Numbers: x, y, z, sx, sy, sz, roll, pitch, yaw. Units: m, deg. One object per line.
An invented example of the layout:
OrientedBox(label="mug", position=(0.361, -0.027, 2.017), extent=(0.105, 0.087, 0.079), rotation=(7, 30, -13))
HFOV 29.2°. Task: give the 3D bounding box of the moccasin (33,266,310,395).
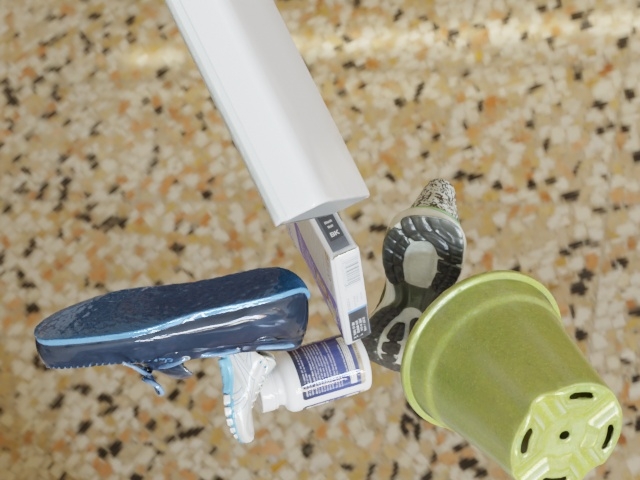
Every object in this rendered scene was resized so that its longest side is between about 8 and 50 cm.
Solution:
OrientedBox(label="moccasin", position=(-0.175, 0.126, 1.518), extent=(0.342, 0.116, 0.137), rotation=(-8, 26, -7))

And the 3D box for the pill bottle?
OrientedBox(label="pill bottle", position=(-0.017, 0.201, 1.838), extent=(0.169, 0.094, 0.094), rotation=(-15, 50, -15))

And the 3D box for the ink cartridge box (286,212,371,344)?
OrientedBox(label="ink cartridge box", position=(0.000, 0.000, 1.605), extent=(0.045, 0.206, 0.208), rotation=(-24, 56, -9))

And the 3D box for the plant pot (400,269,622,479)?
OrientedBox(label="plant pot", position=(0.292, 0.221, 1.782), extent=(0.276, 0.276, 0.254), rotation=(-36, 34, -3))

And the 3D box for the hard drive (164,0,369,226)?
OrientedBox(label="hard drive", position=(-0.063, -0.159, 0.856), extent=(0.040, 0.203, 0.307), rotation=(-26, 88, 11))

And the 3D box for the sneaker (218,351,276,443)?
OrientedBox(label="sneaker", position=(-0.102, 0.198, 1.759), extent=(0.083, 0.190, 0.071), rotation=(-7, 11, 1))

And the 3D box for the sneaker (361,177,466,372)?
OrientedBox(label="sneaker", position=(0.174, 0.064, 2.052), extent=(0.158, 0.410, 0.182), rotation=(19, 45, 6))
